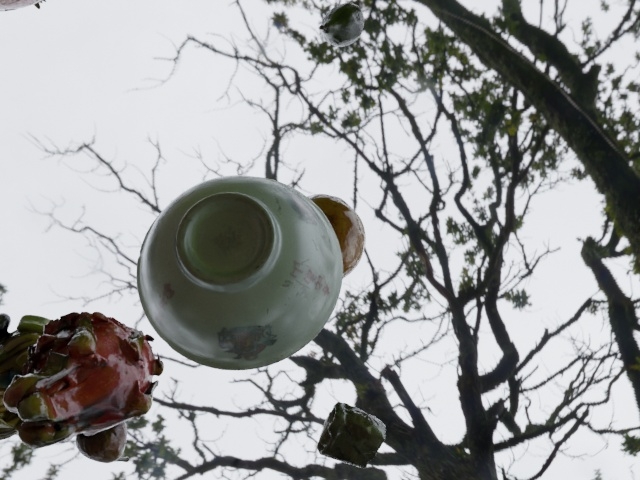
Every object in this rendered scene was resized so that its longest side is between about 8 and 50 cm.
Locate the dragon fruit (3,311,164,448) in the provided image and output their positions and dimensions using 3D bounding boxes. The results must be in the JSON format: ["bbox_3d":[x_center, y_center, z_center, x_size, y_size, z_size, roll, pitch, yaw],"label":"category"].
[{"bbox_3d":[-0.252,0.148,0.596,0.150,0.208,0.133,41,-85,4],"label":"dragon fruit"}]

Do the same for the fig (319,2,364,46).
[{"bbox_3d":[0.047,-0.568,1.507,0.117,0.117,0.177,8,-145,23],"label":"fig"}]

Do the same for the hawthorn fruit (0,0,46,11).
[{"bbox_3d":[-0.485,-0.456,0.823,0.276,0.307,0.275,0,-117,0],"label":"hawthorn fruit"}]

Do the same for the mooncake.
[{"bbox_3d":[0.063,0.415,1.202,0.125,0.073,0.129,26,-67,1],"label":"mooncake"}]

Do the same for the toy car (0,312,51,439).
[{"bbox_3d":[-0.538,0.250,0.967,0.248,0.200,0.142,-37,-153,4],"label":"toy car"}]

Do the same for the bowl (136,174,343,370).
[{"bbox_3d":[-0.171,0.025,1.100,0.435,0.196,0.434,0,-110,1],"label":"bowl"}]

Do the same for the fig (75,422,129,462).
[{"bbox_3d":[-0.389,0.377,1.031,0.089,0.125,0.089,-13,-155,6],"label":"fig"}]

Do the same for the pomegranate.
[{"bbox_3d":[0.000,0.000,1.561,0.265,0.264,0.264,-8,-117,16],"label":"pomegranate"}]
